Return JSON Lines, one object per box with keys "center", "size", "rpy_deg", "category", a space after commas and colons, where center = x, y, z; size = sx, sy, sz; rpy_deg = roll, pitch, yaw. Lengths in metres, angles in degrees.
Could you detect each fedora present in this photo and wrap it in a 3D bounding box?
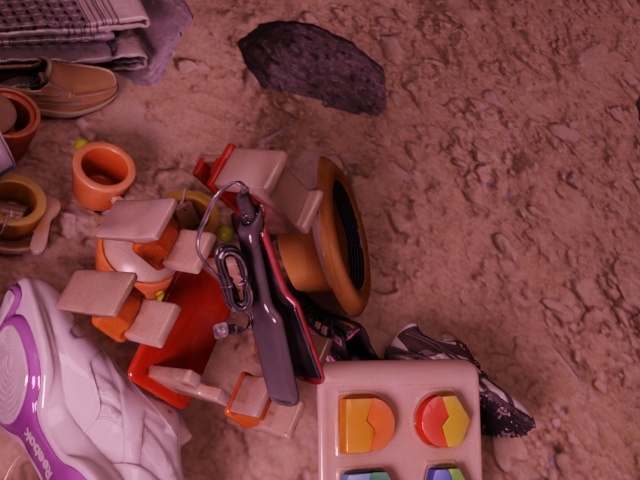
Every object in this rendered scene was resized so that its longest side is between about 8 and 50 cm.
{"center": [0.000, 0.000, 1.016], "size": [0.079, 0.194, 0.194], "rpy_deg": [-14, 52, 16], "category": "fedora"}

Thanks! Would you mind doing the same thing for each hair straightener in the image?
{"center": [-0.058, 0.056, 0.792], "size": [0.047, 0.230, 0.089], "rpy_deg": [9, 33, 38], "category": "hair straightener"}

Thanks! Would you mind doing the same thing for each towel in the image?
{"center": [-0.405, -0.347, 1.148], "size": [0.312, 0.056, 0.324], "rpy_deg": [-9, 61, -32], "category": "towel"}

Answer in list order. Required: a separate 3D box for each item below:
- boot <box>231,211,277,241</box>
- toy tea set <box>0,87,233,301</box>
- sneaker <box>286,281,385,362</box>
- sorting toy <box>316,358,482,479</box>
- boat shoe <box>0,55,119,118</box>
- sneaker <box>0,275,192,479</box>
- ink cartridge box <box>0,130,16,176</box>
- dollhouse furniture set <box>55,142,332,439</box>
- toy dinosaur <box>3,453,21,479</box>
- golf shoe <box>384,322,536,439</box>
{"center": [-0.047, -0.002, 1.083], "size": [0.114, 0.037, 0.106], "rpy_deg": [-18, 66, -32], "category": "boot"}
{"center": [-0.259, -0.058, 0.957], "size": [0.336, 0.124, 0.200], "rpy_deg": [28, 48, -5], "category": "toy tea set"}
{"center": [0.015, 0.107, 1.002], "size": [0.178, 0.077, 0.072], "rpy_deg": [42, 48, 8], "category": "sneaker"}
{"center": [0.090, 0.230, 0.925], "size": [0.193, 0.038, 0.208], "rpy_deg": [2, 77, -21], "category": "sorting toy"}
{"center": [-0.328, -0.189, 1.055], "size": [0.190, 0.072, 0.068], "rpy_deg": [-17, 65, -35], "category": "boat shoe"}
{"center": [-0.217, 0.169, 0.841], "size": [0.152, 0.114, 0.305], "rpy_deg": [-3, 56, -50], "category": "sneaker"}
{"center": [-0.491, -0.151, 0.864], "size": [0.223, 0.129, 0.307], "rpy_deg": [-36, 76, -16], "category": "ink cartridge box"}
{"center": [-0.109, 0.037, 0.877], "size": [0.262, 0.135, 0.259], "rpy_deg": [45, 59, -40], "category": "dollhouse furniture set"}
{"center": [-0.269, 0.286, 0.745], "size": [0.093, 0.053, 0.183], "rpy_deg": [-15, 81, -41], "category": "toy dinosaur"}
{"center": [0.172, 0.162, 1.040], "size": [0.198, 0.077, 0.094], "rpy_deg": [29, 48, -6], "category": "golf shoe"}
